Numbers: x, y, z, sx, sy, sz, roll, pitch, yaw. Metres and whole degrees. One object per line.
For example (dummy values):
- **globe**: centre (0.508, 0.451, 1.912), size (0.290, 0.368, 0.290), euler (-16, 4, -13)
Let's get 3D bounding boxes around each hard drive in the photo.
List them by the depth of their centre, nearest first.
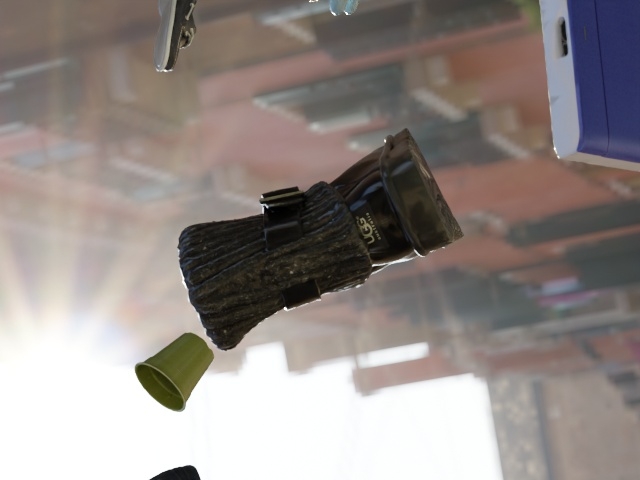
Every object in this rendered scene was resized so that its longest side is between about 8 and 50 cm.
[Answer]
- **hard drive**: centre (0.333, -0.159, 1.687), size (0.319, 0.040, 0.210), euler (7, -108, -36)

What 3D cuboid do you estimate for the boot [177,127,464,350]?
- **boot**: centre (-0.002, -0.004, 1.861), size (0.131, 0.260, 0.348), euler (64, -173, 2)

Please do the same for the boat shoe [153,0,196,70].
- **boat shoe**: centre (-0.141, -0.213, 1.829), size (0.038, 0.046, 0.125), euler (19, -136, -20)

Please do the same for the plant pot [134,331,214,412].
- **plant pot**: centre (-0.176, 0.158, 2.305), size (0.079, 0.083, 0.083), euler (-47, -51, -30)

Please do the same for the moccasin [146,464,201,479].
- **moccasin**: centre (-0.153, 0.464, 2.551), size (0.117, 0.138, 0.342), euler (-32, -57, -24)

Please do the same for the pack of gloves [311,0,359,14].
- **pack of gloves**: centre (-0.007, -0.277, 1.286), size (0.195, 0.046, 0.232), euler (11, -98, -71)
